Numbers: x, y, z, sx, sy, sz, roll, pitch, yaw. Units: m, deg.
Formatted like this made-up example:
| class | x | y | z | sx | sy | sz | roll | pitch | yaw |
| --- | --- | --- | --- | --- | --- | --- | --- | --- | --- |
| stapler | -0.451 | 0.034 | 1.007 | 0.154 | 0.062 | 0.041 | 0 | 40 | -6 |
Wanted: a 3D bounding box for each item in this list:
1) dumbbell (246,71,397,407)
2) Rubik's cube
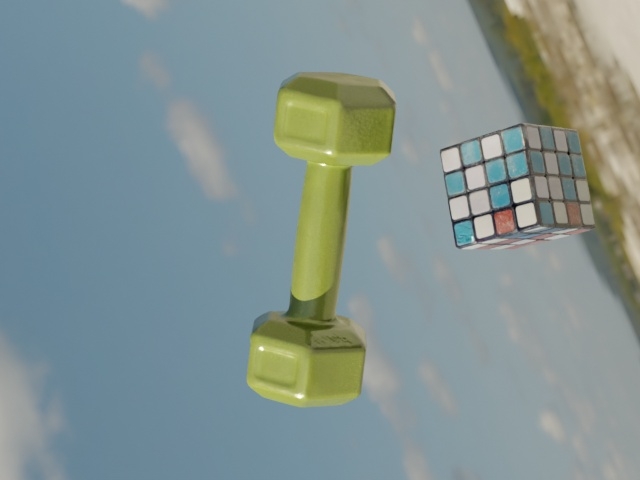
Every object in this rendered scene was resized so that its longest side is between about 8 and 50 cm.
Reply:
| class | x | y | z | sx | sy | sz | roll | pitch | yaw |
| --- | --- | --- | --- | --- | --- | --- | --- | --- | --- |
| dumbbell | 0.000 | 0.000 | 1.505 | 0.108 | 0.121 | 0.302 | -13 | -68 | -60 |
| Rubik's cube | 0.172 | -0.046 | 1.447 | 0.092 | 0.092 | 0.092 | 2 | -104 | -50 |
